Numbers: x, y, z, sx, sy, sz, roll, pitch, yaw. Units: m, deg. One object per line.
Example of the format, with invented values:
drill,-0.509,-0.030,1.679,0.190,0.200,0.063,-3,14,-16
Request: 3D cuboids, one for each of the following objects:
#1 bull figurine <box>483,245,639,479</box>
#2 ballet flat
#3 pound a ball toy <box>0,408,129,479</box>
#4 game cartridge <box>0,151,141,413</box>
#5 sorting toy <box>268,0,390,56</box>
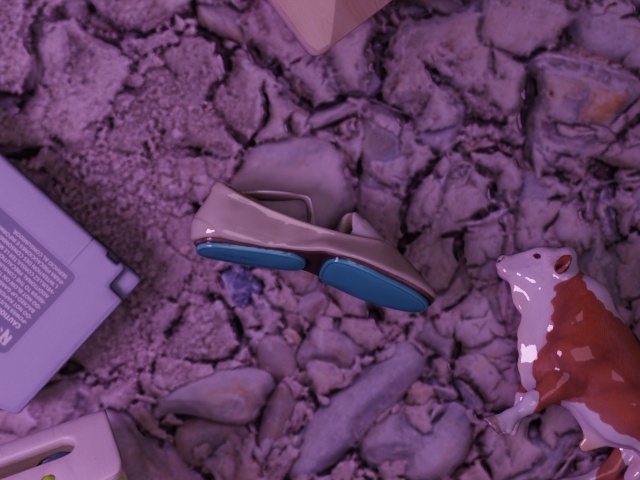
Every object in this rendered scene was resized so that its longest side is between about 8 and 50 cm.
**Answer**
bull figurine,0.270,0.151,1.240,0.310,0.101,0.188,43,88,-10
ballet flat,0.000,0.000,1.183,0.248,0.086,0.086,16,90,-12
pound a ball toy,-0.318,0.297,1.116,0.319,0.136,0.208,-19,123,-11
game cartridge,-0.338,0.008,1.116,0.297,0.062,0.198,44,88,-12
sorting toy,0.009,-0.347,1.154,0.255,0.089,0.257,-39,100,-8
